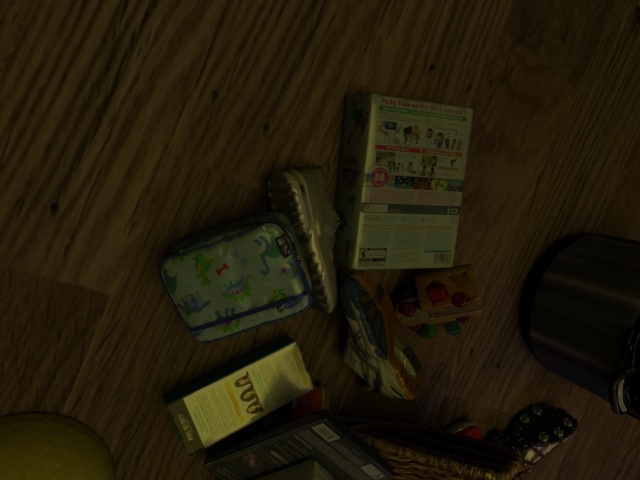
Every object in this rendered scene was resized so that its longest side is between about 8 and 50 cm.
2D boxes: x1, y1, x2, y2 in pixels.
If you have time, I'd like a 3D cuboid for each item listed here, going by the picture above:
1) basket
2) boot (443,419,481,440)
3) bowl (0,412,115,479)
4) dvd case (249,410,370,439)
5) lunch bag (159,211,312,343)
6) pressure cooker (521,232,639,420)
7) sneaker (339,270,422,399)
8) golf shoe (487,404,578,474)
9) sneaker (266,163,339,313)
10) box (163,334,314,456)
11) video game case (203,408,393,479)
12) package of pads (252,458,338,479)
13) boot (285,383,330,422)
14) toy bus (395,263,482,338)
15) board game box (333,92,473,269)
[{"bbox_3d":[0.225,0.420,0.978,0.213,0.299,0.223,-37,124,-52],"label":"basket"},{"bbox_3d":[0.297,0.514,1.110,0.244,0.176,0.088,-39,112,-14],"label":"boot"},{"bbox_3d":[-0.450,0.422,0.752,0.289,0.156,0.289,-5,102,-24],"label":"bowl"},{"bbox_3d":[-0.031,0.433,1.025,0.253,0.022,0.180,14,96,-27],"label":"dvd case"},{"bbox_3d":[-0.128,0.062,0.824,0.219,0.090,0.176,-17,110,5],"label":"lunch bag"},{"bbox_3d":[0.700,0.192,1.093,0.375,0.420,0.370,21,91,-28],"label":"pressure cooker"},{"bbox_3d":[0.081,0.190,0.961,0.112,0.131,0.296,-53,126,-47],"label":"sneaker"},{"bbox_3d":[0.505,0.500,1.260,0.272,0.105,0.120,-21,125,-14],"label":"golf shoe"},{"bbox_3d":[0.000,0.000,0.902,0.115,0.105,0.281,-30,121,-36],"label":"sneaker"},{"bbox_3d":[-0.142,0.268,0.908,0.244,0.060,0.100,-23,99,-19],"label":"box"},{"bbox_3d":[-0.041,0.396,0.897,0.274,0.026,0.196,-30,118,25],"label":"video game case"},{"bbox_3d":[-0.057,0.519,0.913,0.296,0.101,0.229,-29,117,25],"label":"package of pads"},{"bbox_3d":[-0.029,0.347,0.962,0.084,0.059,0.158,13,57,-22],"label":"boot"},{"bbox_3d":[0.221,0.111,1.024,0.202,0.191,0.104,13,55,-26],"label":"toy bus"},{"bbox_3d":[0.149,-0.104,0.954,0.224,0.097,0.303,1,102,-26],"label":"board game box"}]
